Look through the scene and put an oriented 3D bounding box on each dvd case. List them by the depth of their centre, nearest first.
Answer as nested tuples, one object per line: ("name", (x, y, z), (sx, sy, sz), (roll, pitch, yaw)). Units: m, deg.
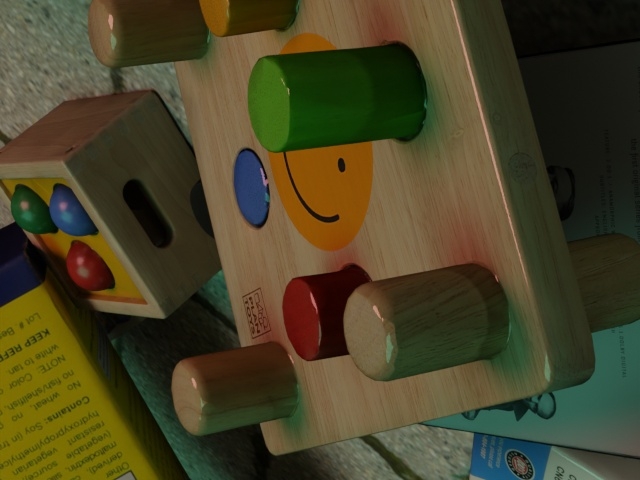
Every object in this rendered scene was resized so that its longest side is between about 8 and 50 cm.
("dvd case", (0.113, 0.005, 0.650), (0.239, 0.030, 0.179), (0, 96, 53))

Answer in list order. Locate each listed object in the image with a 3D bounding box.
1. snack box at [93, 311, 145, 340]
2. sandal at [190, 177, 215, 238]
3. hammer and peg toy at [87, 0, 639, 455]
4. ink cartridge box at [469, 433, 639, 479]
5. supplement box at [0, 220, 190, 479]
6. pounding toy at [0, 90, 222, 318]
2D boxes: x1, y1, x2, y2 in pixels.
("snack box", (-0.191, 0.056, 1.220), (0.064, 0.022, 0.178), (52, 151, -4))
("sandal", (0.000, 0.000, 0.834), (0.179, 0.040, 0.067), (8, 130, 25))
("hammer and peg toy", (0.015, 0.012, 0.629), (0.266, 0.127, 0.361), (-26, 76, 61))
("ink cartridge box", (0.183, 0.151, 0.765), (0.203, 0.086, 0.148), (33, 148, 27))
("supplement box", (-0.216, 0.188, 1.109), (0.356, 0.194, 0.195), (62, 177, -13))
("pounding toy", (-0.108, 0.002, 0.964), (0.206, 0.094, 0.181), (2, 128, 53))
